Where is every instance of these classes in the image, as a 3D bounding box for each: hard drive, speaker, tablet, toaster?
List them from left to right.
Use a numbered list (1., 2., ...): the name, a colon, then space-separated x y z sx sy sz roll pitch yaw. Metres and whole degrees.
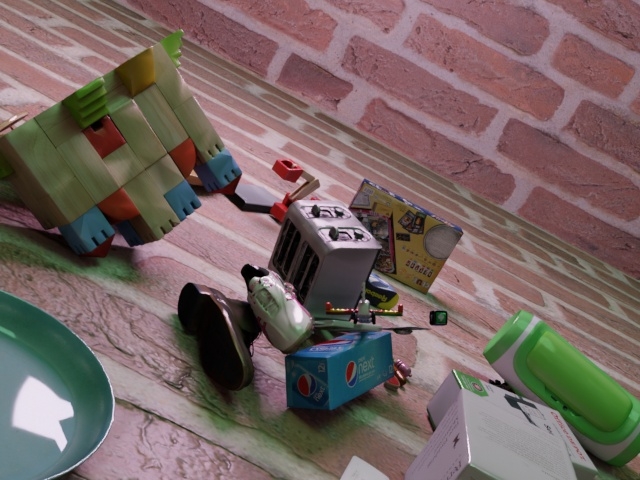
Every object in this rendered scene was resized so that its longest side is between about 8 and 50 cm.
1. hard drive: -0.150 -0.094 1.681 0.094 0.022 0.135 40 21 32
2. toaster: 0.001 0.039 1.304 0.110 0.185 0.168 6 29 -30
3. tablet: 0.053 0.294 0.932 0.054 0.006 0.083 32 18 9
4. speaker: 0.436 0.259 1.359 0.296 0.131 0.131 41 19 9

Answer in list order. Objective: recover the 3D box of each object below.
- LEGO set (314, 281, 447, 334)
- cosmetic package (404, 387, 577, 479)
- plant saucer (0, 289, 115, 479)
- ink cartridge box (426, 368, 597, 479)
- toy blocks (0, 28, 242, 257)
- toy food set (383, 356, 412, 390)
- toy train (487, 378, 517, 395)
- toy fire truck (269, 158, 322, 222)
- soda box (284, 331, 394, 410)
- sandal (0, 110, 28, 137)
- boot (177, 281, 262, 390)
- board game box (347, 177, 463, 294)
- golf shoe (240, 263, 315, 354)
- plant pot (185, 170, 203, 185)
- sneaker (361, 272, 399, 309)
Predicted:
1. LEGO set: 0.068 0.110 1.169 0.183 0.060 0.244 12 -15 -42
2. cosmetic package: 0.195 0.300 0.888 0.152 0.151 0.183 28 16 0
3. plant saucer: -0.352 0.131 0.715 0.318 0.043 0.317 26 17 -9
4. ink cartridge box: 0.280 0.295 1.137 0.209 0.086 0.153 24 19 -18
5. toy blocks: -0.293 -0.110 1.156 0.381 0.191 0.260 -44 111 -35
6. toy food set: 0.113 0.207 1.243 0.078 0.019 0.122 28 18 0
7. toy train: 0.346 0.274 1.401 0.158 0.027 0.036 11 35 -45
8. toy fire truck: -0.042 -0.098 1.668 0.192 0.135 0.047 8 27 -48
9. soda box: 0.031 0.178 1.078 0.067 0.071 0.210 -3 2 28
10. sandal: -0.509 -0.128 1.190 0.079 0.088 0.240 57 20 -15
11. boot: -0.108 0.127 1.031 0.106 0.082 0.219 13 21 -34
12. board game box: 0.164 -0.008 1.681 0.243 0.165 0.042 27 17 -5
13. golf shoe: -0.067 0.091 1.039 0.086 0.067 0.186 40 3 -26
14. plant pot: -0.306 -0.172 1.625 0.236 0.032 0.236 20 19 -7
15. sneaker: 0.084 0.085 1.491 0.144 0.053 0.059 31 16 -21
